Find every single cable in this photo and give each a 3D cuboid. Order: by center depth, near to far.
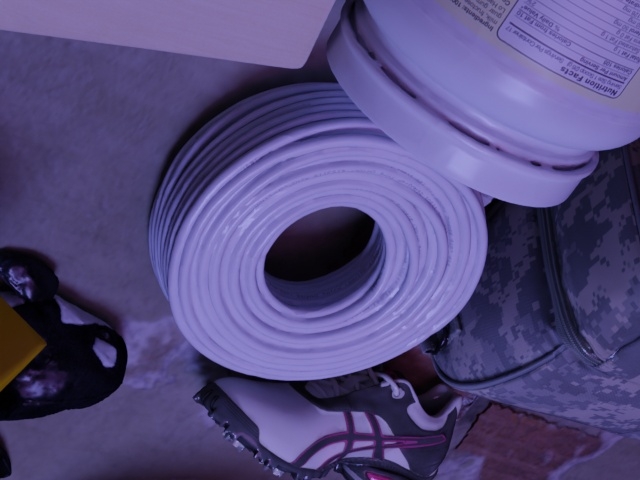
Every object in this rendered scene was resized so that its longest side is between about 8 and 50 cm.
[{"bbox_3d":[0.000,0.000,1.261,0.257,0.089,0.257,22,118,-30],"label":"cable"}]

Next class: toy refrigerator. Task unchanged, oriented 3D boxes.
[{"bbox_3d":[-0.125,-0.191,1.050,0.270,0.094,0.102,5,134,-26],"label":"toy refrigerator"}]

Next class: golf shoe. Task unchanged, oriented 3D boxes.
[{"bbox_3d":[0.008,0.146,1.416,0.273,0.105,0.120,23,101,-43],"label":"golf shoe"}]

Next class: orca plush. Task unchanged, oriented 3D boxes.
[{"bbox_3d":[-0.258,0.085,1.216,0.151,0.102,0.287,-48,132,12],"label":"orca plush"}]

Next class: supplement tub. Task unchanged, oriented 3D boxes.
[{"bbox_3d":[0.168,-0.207,1.062,0.235,0.235,0.325,14,122,-33],"label":"supplement tub"}]

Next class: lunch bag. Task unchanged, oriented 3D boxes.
[{"bbox_3d":[0.264,0.059,1.360,0.305,0.212,0.256,19,136,-32],"label":"lunch bag"}]

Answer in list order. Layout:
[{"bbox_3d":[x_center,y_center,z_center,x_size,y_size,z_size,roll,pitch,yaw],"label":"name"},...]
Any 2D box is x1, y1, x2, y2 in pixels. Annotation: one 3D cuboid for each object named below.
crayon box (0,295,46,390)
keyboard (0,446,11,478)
[{"bbox_3d":[-0.374,0.192,1.036,0.363,0.313,0.106,-43,91,21],"label":"crayon box"},{"bbox_3d":[-0.351,0.191,1.337,0.192,0.038,0.100,-18,157,-10],"label":"keyboard"}]
